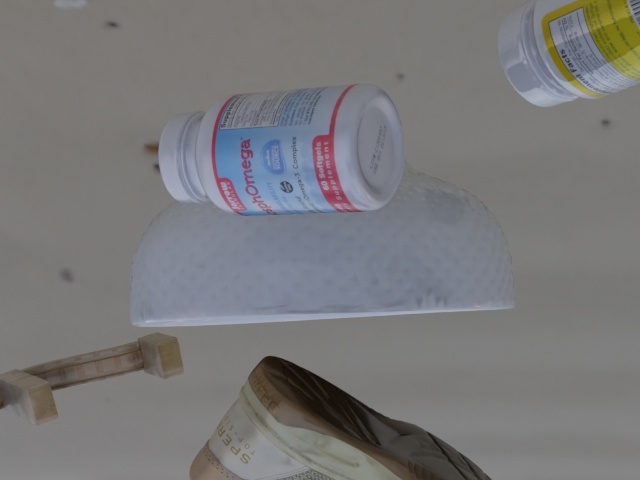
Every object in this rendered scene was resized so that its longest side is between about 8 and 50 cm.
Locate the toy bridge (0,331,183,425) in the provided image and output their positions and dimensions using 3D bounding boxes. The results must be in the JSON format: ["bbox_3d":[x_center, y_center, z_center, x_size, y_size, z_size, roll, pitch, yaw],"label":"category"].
[{"bbox_3d":[-0.179,0.095,0.846,0.188,0.026,0.063,-19,-166,-29],"label":"toy bridge"}]

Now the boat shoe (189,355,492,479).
[{"bbox_3d":[0.049,0.203,1.057,0.341,0.121,0.110,34,100,-31],"label":"boat shoe"}]

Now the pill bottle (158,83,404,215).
[{"bbox_3d":[-0.029,-0.061,0.974,0.160,0.087,0.087,-2,148,30],"label":"pill bottle"}]

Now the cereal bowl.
[{"bbox_3d":[0.000,0.000,1.224,0.339,0.141,0.339,-2,177,0],"label":"cereal bowl"}]

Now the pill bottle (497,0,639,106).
[{"bbox_3d":[0.262,-0.193,1.221,0.119,0.119,0.208,29,151,-30],"label":"pill bottle"}]
